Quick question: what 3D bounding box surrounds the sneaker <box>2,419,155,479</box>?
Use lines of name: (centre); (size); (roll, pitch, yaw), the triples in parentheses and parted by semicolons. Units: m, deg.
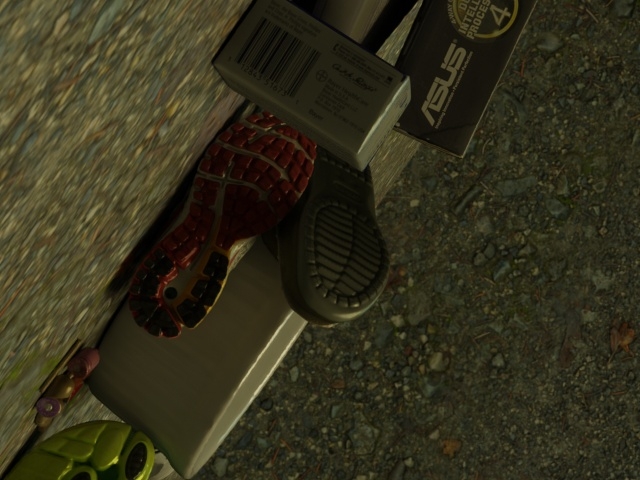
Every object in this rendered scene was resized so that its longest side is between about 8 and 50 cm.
sneaker: (-0.270, 0.274, 1.515); (0.295, 0.109, 0.123); (-48, -177, 7)

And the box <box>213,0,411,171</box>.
box: (-0.003, -0.118, 1.229); (0.072, 0.126, 0.137); (-57, 176, -1)

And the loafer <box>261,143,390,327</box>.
loafer: (0.000, 0.000, 1.427); (0.087, 0.094, 0.251); (-48, -160, 28)

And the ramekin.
ramekin: (-0.101, 0.078, 1.562); (0.277, 0.135, 0.277); (-56, 176, -6)

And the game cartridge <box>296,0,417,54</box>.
game cartridge: (0.057, -0.248, 1.358); (0.230, 0.068, 0.355); (-48, 173, -29)

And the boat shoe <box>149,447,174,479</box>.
boat shoe: (-0.216, 0.269, 2.220); (0.063, 0.066, 0.184); (-30, 160, -46)

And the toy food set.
toy food set: (-0.218, 0.128, 1.421); (0.078, 0.019, 0.122); (-54, 175, -19)

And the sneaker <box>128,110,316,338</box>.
sneaker: (-0.091, -0.021, 1.398); (0.225, 0.088, 0.093); (-51, -172, -5)

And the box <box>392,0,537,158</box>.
box: (0.170, -0.276, 1.512); (0.318, 0.097, 0.395); (-87, -159, -82)
